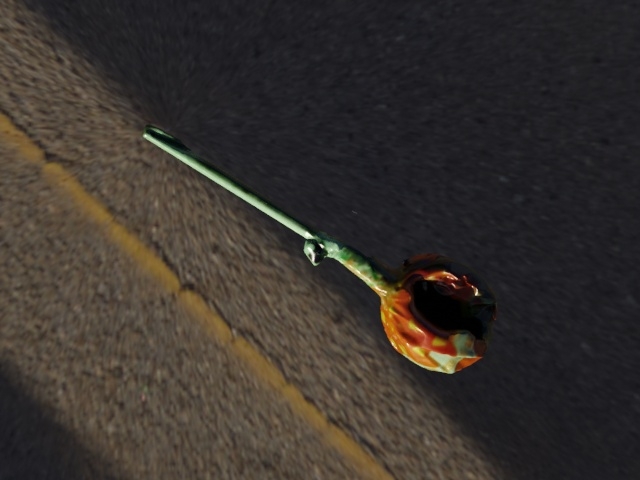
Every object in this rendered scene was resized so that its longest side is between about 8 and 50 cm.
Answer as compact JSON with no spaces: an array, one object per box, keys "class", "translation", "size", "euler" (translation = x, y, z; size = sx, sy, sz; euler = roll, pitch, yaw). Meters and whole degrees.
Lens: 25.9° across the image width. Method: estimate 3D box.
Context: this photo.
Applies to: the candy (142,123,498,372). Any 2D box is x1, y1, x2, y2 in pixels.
[{"class":"candy","translation":[0.000,0.000,0.620],"size":[0.185,0.055,0.049],"euler":[31,134,-10]}]
